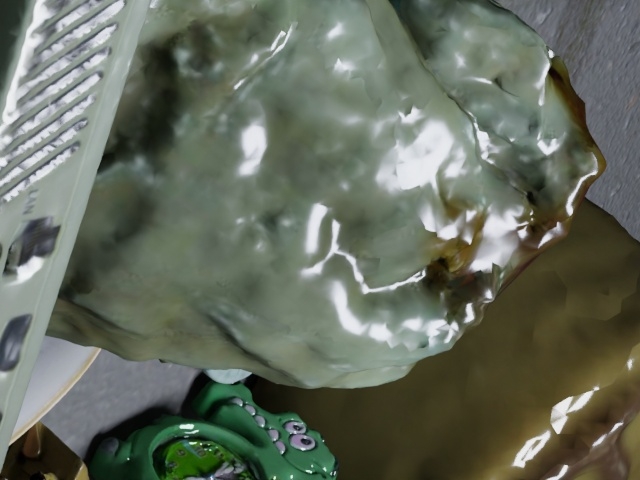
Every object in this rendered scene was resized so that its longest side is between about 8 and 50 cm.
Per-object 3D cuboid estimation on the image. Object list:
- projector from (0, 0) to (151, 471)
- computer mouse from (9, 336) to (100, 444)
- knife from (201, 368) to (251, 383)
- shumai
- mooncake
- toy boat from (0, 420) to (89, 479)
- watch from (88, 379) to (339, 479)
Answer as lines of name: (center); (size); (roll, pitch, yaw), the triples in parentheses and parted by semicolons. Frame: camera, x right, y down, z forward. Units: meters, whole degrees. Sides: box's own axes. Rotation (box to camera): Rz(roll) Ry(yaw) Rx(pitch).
projector: (-0.175, -0.059, 0.506); (0.079, 0.259, 0.257); (-15, 131, -53)
computer mouse: (-0.197, 0.075, 0.788); (0.245, 0.126, 0.056); (-34, 120, -40)
knife: (0.000, 0.000, 1.137); (0.222, 0.031, 0.064); (-52, 136, -13)
shumai: (-0.025, -0.061, 0.718); (0.309, 0.263, 0.304); (-56, 171, 12)
mooncake: (0.130, 0.145, 1.304); (0.394, 0.246, 0.393); (3, 122, -58)
toy boat: (-0.193, 0.193, 0.991); (0.077, 0.057, 0.200); (16, 105, -58)
watch: (-0.078, 0.189, 1.121); (0.165, 0.131, 0.152); (-25, 150, -50)
